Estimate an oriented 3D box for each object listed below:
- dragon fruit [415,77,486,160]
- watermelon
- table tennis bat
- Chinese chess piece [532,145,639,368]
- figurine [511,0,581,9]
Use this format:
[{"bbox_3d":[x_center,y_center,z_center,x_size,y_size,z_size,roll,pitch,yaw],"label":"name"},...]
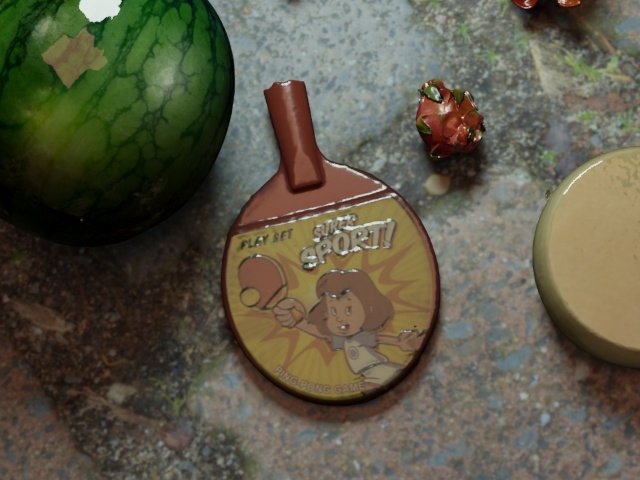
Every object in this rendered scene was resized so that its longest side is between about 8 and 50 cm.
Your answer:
[{"bbox_3d":[0.155,-0.155,1.647,0.081,0.086,0.116,-46,63,33],"label":"dragon fruit"},{"bbox_3d":[-0.273,-0.176,1.565,0.363,0.363,0.363,-1,75,5],"label":"watermelon"},{"bbox_3d":[0.000,0.000,1.640,0.268,0.051,0.414,-13,77,2],"label":"table tennis bat"},{"bbox_3d":[0.385,0.018,1.567,0.273,0.102,0.273,-1,77,5],"label":"Chinese chess piece"},{"bbox_3d":[0.292,-0.401,1.673,0.183,0.160,0.226,-1,85,6],"label":"figurine"}]
